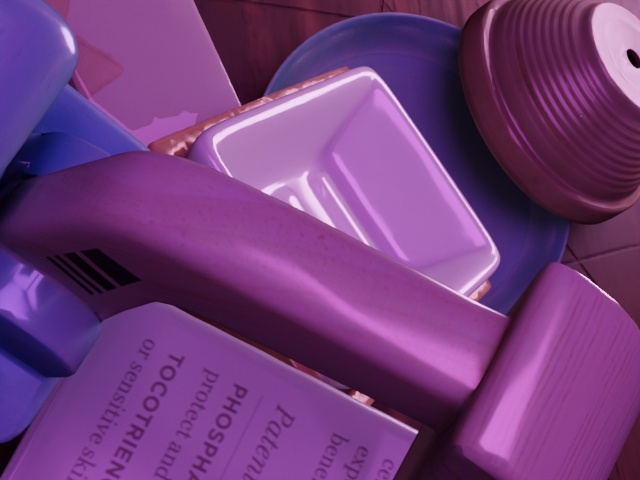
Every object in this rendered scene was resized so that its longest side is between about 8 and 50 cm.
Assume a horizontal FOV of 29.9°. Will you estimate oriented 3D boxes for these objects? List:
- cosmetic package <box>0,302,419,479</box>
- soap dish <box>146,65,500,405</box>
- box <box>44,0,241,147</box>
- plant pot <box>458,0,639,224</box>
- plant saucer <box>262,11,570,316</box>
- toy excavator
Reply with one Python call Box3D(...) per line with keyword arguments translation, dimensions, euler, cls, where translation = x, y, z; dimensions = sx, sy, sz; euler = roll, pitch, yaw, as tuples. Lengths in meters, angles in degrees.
Box3D(translation=(-0.037, 0.297, 0.767), dimensions=(0.393, 0.329, 0.327), euler=(26, 65, 1), cls="cosmetic package")
Box3D(translation=(0.000, 0.000, 0.917), dimensions=(0.229, 0.118, 0.291), euler=(56, 34, 1), cls="soap dish")
Box3D(translation=(-0.188, -0.191, 0.988), dimensions=(0.121, 0.148, 0.311), euler=(-22, 83, -23), cls="box")
Box3D(translation=(0.249, -0.143, 1.110), dimensions=(0.237, 0.109, 0.237), euler=(23, 53, -33), cls="plant pot")
Box3D(translation=(0.083, -0.056, 1.105), dimensions=(0.317, 0.043, 0.318), euler=(5, 74, -18), cls="plant saucer")
Box3D(translation=(-0.137, -0.009, 0.542), dimensions=(0.433, 0.445, 0.222), euler=(39, 69, -18), cls="toy excavator")
